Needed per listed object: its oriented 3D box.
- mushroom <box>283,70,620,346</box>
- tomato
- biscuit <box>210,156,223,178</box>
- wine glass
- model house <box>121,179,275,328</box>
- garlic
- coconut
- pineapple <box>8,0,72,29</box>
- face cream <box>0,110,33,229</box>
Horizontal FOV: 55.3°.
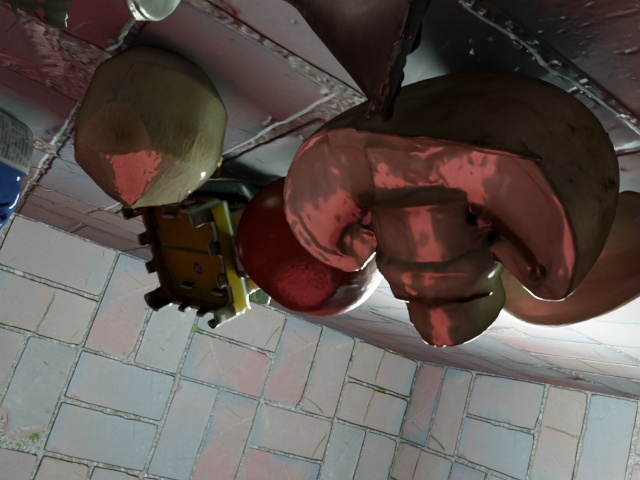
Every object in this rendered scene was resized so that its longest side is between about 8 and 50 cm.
[{"bbox_3d":[0.116,-0.038,0.497,0.254,0.189,0.195,9,129,44],"label":"mushroom"},{"bbox_3d":[0.008,0.022,0.837,0.233,0.200,0.139,26,-153,-40],"label":"tomato"},{"bbox_3d":[-0.229,-0.139,0.899,0.184,0.027,0.133,18,168,4],"label":"biscuit"},{"bbox_3d":[-0.023,-0.160,0.383,0.183,0.122,0.122,21,167,5],"label":"wine glass"},{"bbox_3d":[-0.161,0.002,0.971,0.224,0.198,0.215,4,-160,42],"label":"model house"},{"bbox_3d":[0.287,0.046,0.700,0.228,0.110,0.217,-21,155,33],"label":"garlic"},{"bbox_3d":[-0.186,-0.111,0.659,0.161,0.162,0.161,17,166,4],"label":"coconut"},{"bbox_3d":[-0.316,-0.215,0.445,0.277,0.119,0.130,6,150,8],"label":"pineapple"},{"bbox_3d":[-0.613,-0.124,0.964,0.249,0.249,0.225,5,164,43],"label":"face cream"}]
